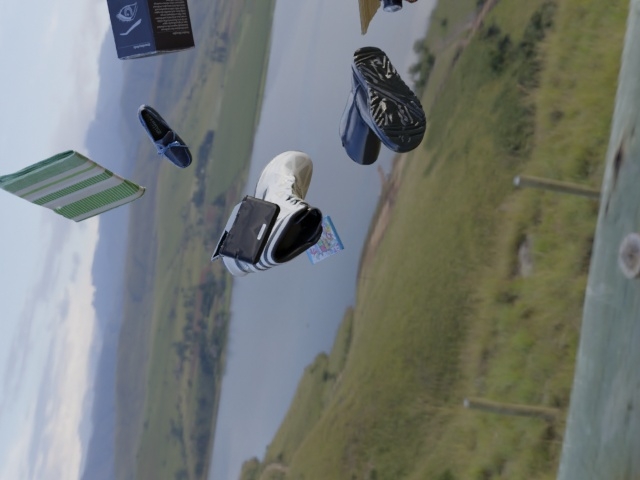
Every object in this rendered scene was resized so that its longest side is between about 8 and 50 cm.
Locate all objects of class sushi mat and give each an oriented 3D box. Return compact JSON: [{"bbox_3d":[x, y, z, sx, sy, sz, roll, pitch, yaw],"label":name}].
[{"bbox_3d":[0.165,-0.842,2.602,0.316,0.019,0.151,71,-138,-69],"label":"sushi mat"}]

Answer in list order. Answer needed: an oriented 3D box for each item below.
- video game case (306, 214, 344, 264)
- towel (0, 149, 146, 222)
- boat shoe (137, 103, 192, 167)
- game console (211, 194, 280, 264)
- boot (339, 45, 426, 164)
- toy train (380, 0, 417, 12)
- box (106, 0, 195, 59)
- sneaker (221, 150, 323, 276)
[{"bbox_3d":[0.000,0.000,2.486,0.166,0.015,0.119,-29,85,49],"label":"video game case"},{"bbox_3d":[-0.632,-0.137,1.979,0.325,0.248,0.038,35,-140,-64],"label":"towel"},{"bbox_3d":[-0.547,-0.349,2.648,0.109,0.258,0.089,-43,15,3],"label":"boat shoe"},{"bbox_3d":[-0.135,-0.012,1.384,0.071,0.107,0.122,73,-145,-66],"label":"game console"},{"bbox_3d":[0.109,-0.206,1.424,0.207,0.094,0.246,98,155,-55],"label":"boot"},{"bbox_3d":[0.206,-0.760,1.961,0.190,0.142,0.333,-9,82,42],"label":"toy train"},{"bbox_3d":[-0.371,-0.501,1.647,0.153,0.108,0.206,6,110,43],"label":"box"},{"bbox_3d":[-0.063,-0.084,2.076,0.258,0.169,0.447,-6,44,38],"label":"sneaker"}]
